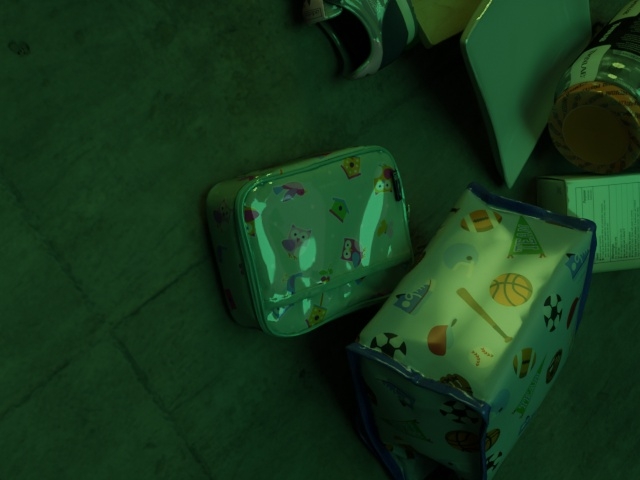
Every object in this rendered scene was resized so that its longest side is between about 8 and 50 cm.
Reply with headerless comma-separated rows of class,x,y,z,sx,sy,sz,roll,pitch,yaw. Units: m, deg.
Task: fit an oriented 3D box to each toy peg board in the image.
toy peg board,0.155,-0.366,1.306,0.161,0.079,0.160,-32,93,-32

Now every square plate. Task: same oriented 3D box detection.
square plate,0.316,-0.310,1.357,0.344,0.049,0.347,-58,146,-19

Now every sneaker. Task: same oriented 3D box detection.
sneaker,0.010,-0.358,1.169,0.131,0.112,0.319,-49,115,-26

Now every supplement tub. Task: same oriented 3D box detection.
supplement tub,0.508,-0.255,1.451,0.316,0.194,0.193,-45,115,-36

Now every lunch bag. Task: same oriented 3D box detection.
lunch bag,0.000,0.000,1.172,0.279,0.108,0.223,-18,101,-34
lunch bag,0.211,0.169,1.241,0.328,0.239,0.385,-50,147,-25

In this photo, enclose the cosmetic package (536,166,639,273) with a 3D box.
cosmetic package,0.524,-0.040,1.464,0.310,0.113,0.160,-4,98,-9
